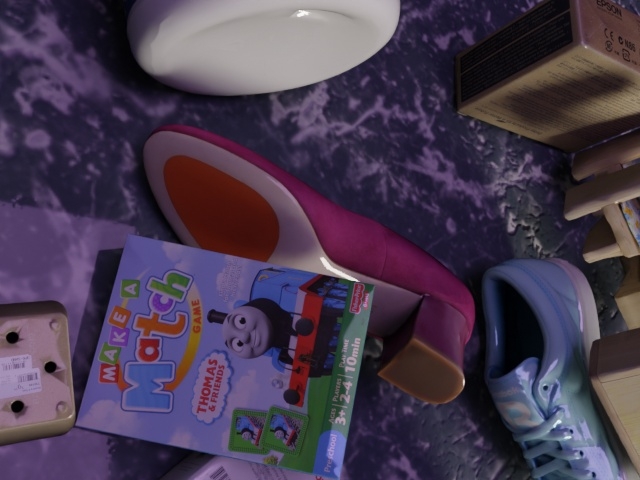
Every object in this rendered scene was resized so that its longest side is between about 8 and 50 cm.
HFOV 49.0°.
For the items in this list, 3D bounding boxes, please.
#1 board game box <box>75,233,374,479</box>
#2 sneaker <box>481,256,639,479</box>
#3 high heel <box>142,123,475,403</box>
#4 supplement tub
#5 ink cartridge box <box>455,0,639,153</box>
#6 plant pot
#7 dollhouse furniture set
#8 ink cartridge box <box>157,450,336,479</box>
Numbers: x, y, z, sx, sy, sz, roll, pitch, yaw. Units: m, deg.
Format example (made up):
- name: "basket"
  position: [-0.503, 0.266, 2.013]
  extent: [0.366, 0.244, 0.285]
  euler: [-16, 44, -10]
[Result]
- name: "board game box"
  position: [-0.073, 0.094, 0.579]
  extent: [0.211, 0.039, 0.160]
  euler: [11, 76, 0]
- name: "sneaker"
  position: [0.245, 0.195, 0.791]
  extent: [0.150, 0.135, 0.366]
  euler: [5, 65, -32]
- name: "high heel"
  position: [0.000, 0.000, 0.704]
  extent: [0.377, 0.127, 0.181]
  euler: [42, 28, -13]
- name: "supplement tub"
  position: [-0.070, -0.316, 0.619]
  extent: [0.235, 0.235, 0.325]
  euler: [-6, 83, -35]
- name: "ink cartridge box"
  position: [0.318, -0.204, 0.884]
  extent: [0.234, 0.193, 0.088]
  euler: [11, 71, -33]
- name: "plant pot"
  position: [-0.228, 0.095, 0.503]
  extent: [0.109, 0.096, 0.109]
  euler: [-2, 80, -35]
- name: "dollhouse furniture set"
  position: [0.474, 0.070, 0.806]
  extent: [0.362, 0.256, 0.394]
  euler: [60, 33, -13]
- name: "ink cartridge box"
  position: [-0.063, 0.214, 0.612]
  extent: [0.135, 0.056, 0.099]
  euler: [-33, 99, -34]
